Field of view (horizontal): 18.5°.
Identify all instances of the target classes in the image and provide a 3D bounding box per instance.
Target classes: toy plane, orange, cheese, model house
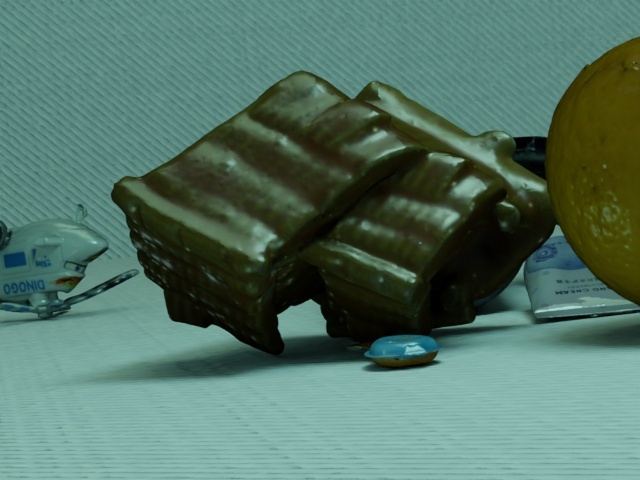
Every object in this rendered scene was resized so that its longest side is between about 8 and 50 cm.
[{"bbox_3d":[-0.331,0.032,1.970,0.273,0.107,0.182,-10,-5,40],"label":"toy plane"},{"bbox_3d":[0.248,-0.042,1.202,0.219,0.193,0.219,-11,16,3],"label":"orange"},{"bbox_3d":[0.045,0.066,1.209,0.047,0.017,0.111,-3,2,-12],"label":"cheese"},{"bbox_3d":[0.001,0.000,1.303,0.199,0.219,0.229,40,30,21],"label":"model house"}]

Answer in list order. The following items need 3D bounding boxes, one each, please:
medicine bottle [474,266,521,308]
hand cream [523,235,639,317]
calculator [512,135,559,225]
[{"bbox_3d":[0.090,-0.018,1.598,0.141,0.141,0.293,-6,2,1],"label":"medicine bottle"},{"bbox_3d":[0.182,0.030,1.417,0.084,0.053,0.142,-6,13,-4],"label":"hand cream"},{"bbox_3d":[0.247,-0.038,1.717,0.268,0.040,0.177,27,-15,-27],"label":"calculator"}]
